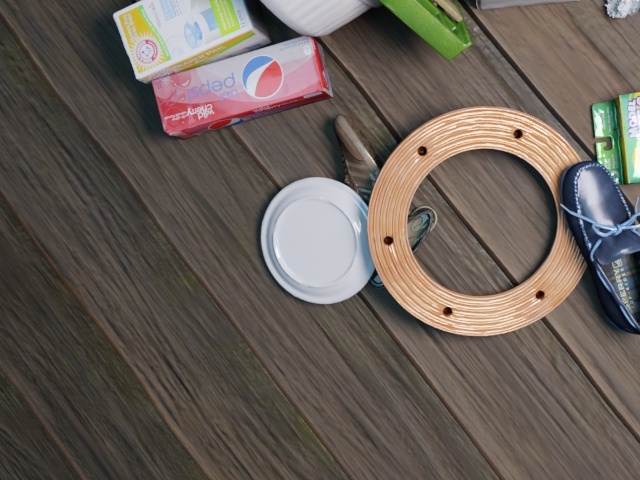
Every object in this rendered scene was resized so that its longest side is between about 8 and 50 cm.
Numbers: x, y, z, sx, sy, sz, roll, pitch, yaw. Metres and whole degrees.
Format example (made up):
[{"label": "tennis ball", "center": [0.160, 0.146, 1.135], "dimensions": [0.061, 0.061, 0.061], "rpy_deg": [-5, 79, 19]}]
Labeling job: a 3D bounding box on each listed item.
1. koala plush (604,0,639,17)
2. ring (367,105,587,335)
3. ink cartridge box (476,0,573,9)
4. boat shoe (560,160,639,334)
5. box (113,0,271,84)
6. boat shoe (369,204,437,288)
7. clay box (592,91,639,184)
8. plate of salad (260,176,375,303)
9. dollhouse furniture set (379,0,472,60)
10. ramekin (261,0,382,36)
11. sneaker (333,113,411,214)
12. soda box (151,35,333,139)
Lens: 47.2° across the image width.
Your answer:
[{"label": "koala plush", "center": [0.464, -0.418, 0.977], "dimensions": [0.196, 0.203, 0.221], "rpy_deg": [-11, 112, 21]}, {"label": "ring", "center": [0.235, -0.026, 1.075], "dimensions": [0.337, 0.032, 0.336], "rpy_deg": [0, 99, 0]}, {"label": "ink cartridge box", "center": [0.294, -0.446, 1.034], "dimensions": [0.154, 0.093, 0.212], "rpy_deg": [-2, 92, 13]}, {"label": "boat shoe", "center": [0.420, 0.007, 1.021], "dimensions": [0.109, 0.089, 0.258], "rpy_deg": [-27, 97, 1]}, {"label": "box", "center": [-0.198, -0.330, 1.141], "dimensions": [0.203, 0.103, 0.114], "rpy_deg": [-19, 89, 13]}, {"label": "boat shoe", "center": [0.120, 0.009, 1.121], "dimensions": [0.056, 0.049, 0.152], "rpy_deg": [36, 99, 10]}, {"label": "clay box", "center": [0.505, -0.151, 1.026], "dimensions": [0.222, 0.053, 0.127], "rpy_deg": [-7, 92, 12]}, {"label": "plate of salad", "center": [0.000, 0.000, 1.148], "dimensions": [0.200, 0.048, 0.199], "rpy_deg": [4, 100, 23]}, {"label": "dollhouse furniture set", "center": [0.177, -0.438, 1.009], "dimensions": [0.198, 0.151, 0.301], "rpy_deg": [-37, 43, 33]}, {"label": "ramekin", "center": [-0.032, -0.409, 1.027], "dimensions": [0.127, 0.273, 0.272], "rpy_deg": [-37, 85, 23]}, {"label": "sneaker", "center": [0.060, -0.102, 1.120], "dimensions": [0.071, 0.066, 0.188], "rpy_deg": [-34, 85, 17]}, {"label": "soda box", "center": [-0.120, -0.236, 1.141], "dimensions": [0.263, 0.083, 0.092], "rpy_deg": [-14, 91, 12]}]
